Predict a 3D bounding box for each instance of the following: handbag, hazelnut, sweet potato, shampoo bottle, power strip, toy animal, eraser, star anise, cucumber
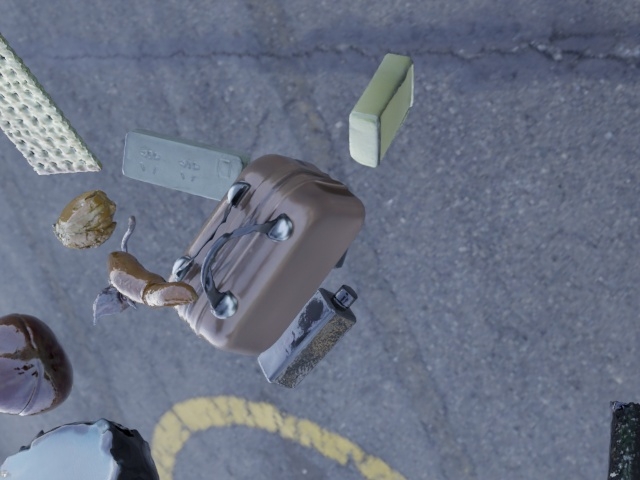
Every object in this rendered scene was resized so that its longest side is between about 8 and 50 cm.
[{"bbox_3d":[-0.094,0.018,1.375,0.149,0.283,0.301,41,100,19],"label":"handbag"},{"bbox_3d":[-0.627,0.269,2.015,0.230,0.229,0.229,27,136,29],"label":"hazelnut"},{"bbox_3d":[-0.169,0.043,0.918,0.179,0.044,0.044,23,136,53],"label":"sweet potato"},{"bbox_3d":[-0.018,0.187,1.915,0.246,0.079,0.080,-49,45,16],"label":"shampoo bottle"},{"bbox_3d":[-0.225,-0.133,1.757,0.288,0.053,0.093,14,107,13],"label":"power strip"},{"bbox_3d":[-0.179,0.236,0.744,0.166,0.138,0.179,-16,127,24],"label":"toy animal"},{"bbox_3d":[0.104,-0.221,1.603,0.058,0.172,0.117,17,143,16],"label":"eraser"},{"bbox_3d":[-0.383,0.039,1.775,0.219,0.148,0.227,18,133,44],"label":"star anise"},{"bbox_3d":[0.429,0.323,1.322,0.067,0.245,0.067,11,139,9],"label":"cucumber"}]

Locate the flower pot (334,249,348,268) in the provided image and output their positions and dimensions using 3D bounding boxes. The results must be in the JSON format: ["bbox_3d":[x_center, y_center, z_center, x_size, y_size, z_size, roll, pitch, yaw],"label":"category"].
[{"bbox_3d":[0.000,0.000,2.050,0.158,0.157,0.106,15,100,38],"label":"flower pot"}]

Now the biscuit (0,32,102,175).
[{"bbox_3d":[-0.389,-0.173,1.225,0.139,0.016,0.231,0,138,36],"label":"biscuit"}]

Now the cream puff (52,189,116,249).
[{"bbox_3d":[-0.465,-0.036,1.903,0.119,0.133,0.104,11,149,52],"label":"cream puff"}]
